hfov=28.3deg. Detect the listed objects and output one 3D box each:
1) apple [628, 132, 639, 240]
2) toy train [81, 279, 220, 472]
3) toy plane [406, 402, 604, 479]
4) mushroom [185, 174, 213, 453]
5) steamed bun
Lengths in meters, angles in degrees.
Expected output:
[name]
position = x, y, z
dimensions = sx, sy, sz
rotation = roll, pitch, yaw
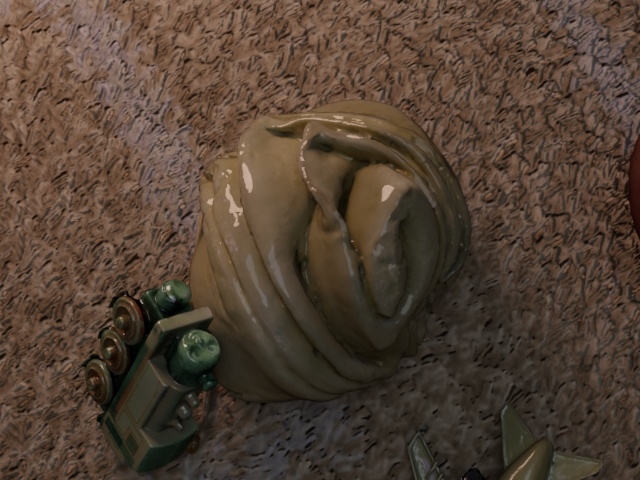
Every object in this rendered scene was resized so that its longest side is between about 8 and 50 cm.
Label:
[apple]
position = 0.448, -0.059, 1.204
dimensions = 0.305, 0.235, 0.306
rotation = 1, 78, -2
[toy train]
position = -0.152, 0.124, 1.183
dimensions = 0.081, 0.194, 0.125
rotation = -16, 61, -40
[toy plane]
position = 0.157, 0.281, 1.197
dimensions = 0.229, 0.092, 0.244
rotation = 31, 75, 22
[mushroom]
position = -0.119, 0.070, 1.277
dimensions = 0.026, 0.028, 0.286
rotation = -8, 71, 41
[steamed bun]
position = 0.001, 0.003, 1.199
dimensions = 0.289, 0.203, 0.276
rotation = -25, 78, -5
